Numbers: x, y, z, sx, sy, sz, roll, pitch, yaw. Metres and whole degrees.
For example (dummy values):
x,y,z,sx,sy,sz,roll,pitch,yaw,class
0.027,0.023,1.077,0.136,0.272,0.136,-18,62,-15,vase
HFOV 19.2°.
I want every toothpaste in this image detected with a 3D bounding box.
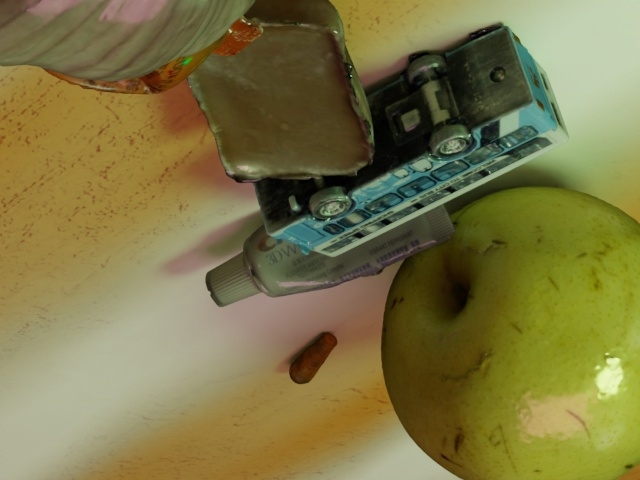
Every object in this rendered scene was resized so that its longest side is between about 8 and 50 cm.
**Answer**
x,y,z,sx,sy,sz,roll,pitch,yaw,class
0.001,0.001,1.988,0.282,0.068,0.099,-25,124,25,toothpaste

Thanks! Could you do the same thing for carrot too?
x,y,z,sx,sy,sz,roll,pitch,yaw,class
-0.010,0.146,2.314,0.032,0.032,0.093,6,144,-30,carrot

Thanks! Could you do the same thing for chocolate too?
x,y,z,sx,sy,sz,roll,pitch,yaw,class
-0.033,-0.151,1.712,0.161,0.083,0.261,2,150,10,chocolate

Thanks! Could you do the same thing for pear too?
x,y,z,sx,sy,sz,roll,pitch,yaw,class
0.227,0.108,2.028,0.348,0.348,0.348,-10,152,-5,pear

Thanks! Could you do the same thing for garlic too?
x,y,z,sx,sy,sz,roll,pitch,yaw,class
-0.139,-0.260,1.265,0.317,0.317,0.259,14,177,-40,garlic

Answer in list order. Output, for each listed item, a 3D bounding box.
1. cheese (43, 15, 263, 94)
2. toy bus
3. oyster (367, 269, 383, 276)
x,y,z,sx,sy,sz,roll,pitch,yaw,class
-0.204,-0.203,1.485,0.329,0.129,0.217,16,162,-20,cheese
0.085,-0.091,1.848,0.297,0.106,0.131,-27,153,22,toy bus
0.032,0.004,2.056,0.098,0.037,0.100,-29,133,24,oyster
